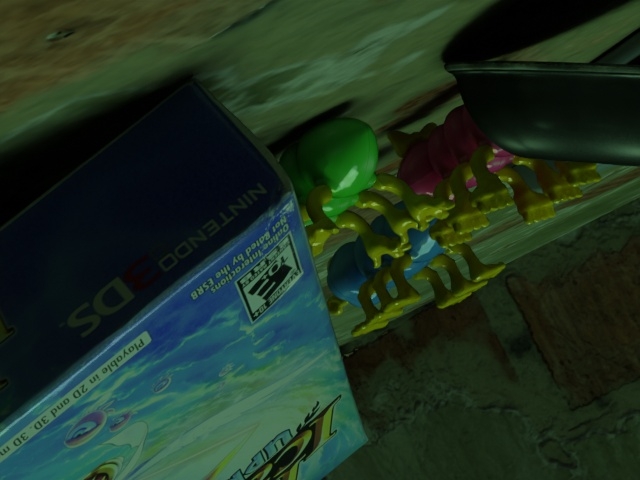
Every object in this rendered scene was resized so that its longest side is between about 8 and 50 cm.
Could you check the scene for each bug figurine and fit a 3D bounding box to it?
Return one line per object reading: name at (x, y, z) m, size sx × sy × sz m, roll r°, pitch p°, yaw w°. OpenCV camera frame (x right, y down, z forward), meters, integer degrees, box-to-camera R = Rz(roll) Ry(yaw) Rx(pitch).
bug figurine at (0.000, 0.000, 0.881) m, size 0.279 × 0.072 × 0.216 m, roll -13°, pitch 161°, yaw -46°

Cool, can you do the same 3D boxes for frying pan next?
frying pan at (0.166, -0.058, 0.834) m, size 0.197 × 0.053 × 0.326 m, roll 4°, pitch -177°, yaw 15°

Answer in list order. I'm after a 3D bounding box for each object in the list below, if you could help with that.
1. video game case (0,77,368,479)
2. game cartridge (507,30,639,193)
video game case at (-0.110, 0.098, 0.662) m, size 0.269 × 0.061 × 0.244 m, roll -39°, pitch 158°, yaw -10°
game cartridge at (0.246, -0.115, 1.023) m, size 0.198 × 0.062 × 0.297 m, roll -18°, pitch 171°, yaw -28°
